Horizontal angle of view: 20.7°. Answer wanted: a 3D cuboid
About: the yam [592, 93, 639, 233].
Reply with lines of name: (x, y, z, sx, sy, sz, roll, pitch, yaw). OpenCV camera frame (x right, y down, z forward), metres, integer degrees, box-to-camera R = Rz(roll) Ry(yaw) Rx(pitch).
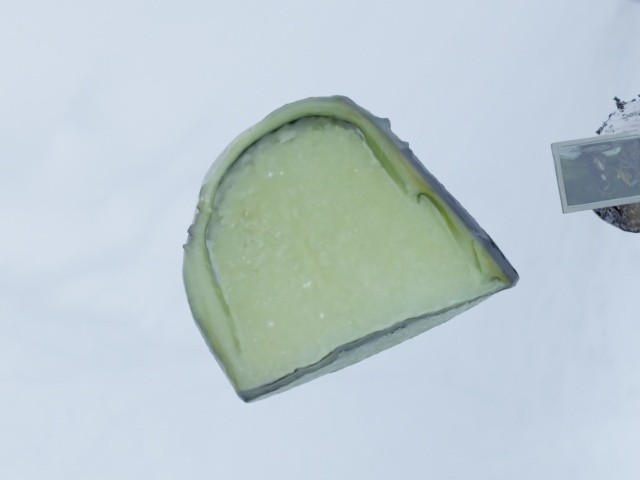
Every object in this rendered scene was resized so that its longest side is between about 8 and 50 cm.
yam: (0.369, -0.089, 2.014, 0.279, 0.131, 0.131, -46, 152, -69)

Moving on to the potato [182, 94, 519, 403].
potato: (0.000, 0.000, 1.919, 0.330, 0.280, 0.213, -25, 176, -6)

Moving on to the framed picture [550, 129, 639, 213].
framed picture: (0.252, -0.062, 1.568, 0.007, 0.089, 0.066, 169, -87, -75)
